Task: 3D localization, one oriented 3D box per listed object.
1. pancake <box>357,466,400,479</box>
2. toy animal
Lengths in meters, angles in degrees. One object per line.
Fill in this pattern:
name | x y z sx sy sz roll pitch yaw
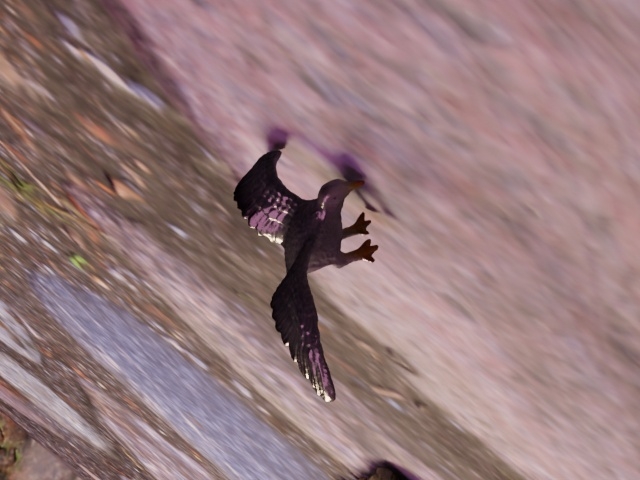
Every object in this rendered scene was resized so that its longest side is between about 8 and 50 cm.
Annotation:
pancake | 0.038 0.217 0.926 0.266 0.057 0.244 -105 17 -46
toy animal | 0.000 0.000 0.529 0.028 0.050 0.084 19 -143 -40
